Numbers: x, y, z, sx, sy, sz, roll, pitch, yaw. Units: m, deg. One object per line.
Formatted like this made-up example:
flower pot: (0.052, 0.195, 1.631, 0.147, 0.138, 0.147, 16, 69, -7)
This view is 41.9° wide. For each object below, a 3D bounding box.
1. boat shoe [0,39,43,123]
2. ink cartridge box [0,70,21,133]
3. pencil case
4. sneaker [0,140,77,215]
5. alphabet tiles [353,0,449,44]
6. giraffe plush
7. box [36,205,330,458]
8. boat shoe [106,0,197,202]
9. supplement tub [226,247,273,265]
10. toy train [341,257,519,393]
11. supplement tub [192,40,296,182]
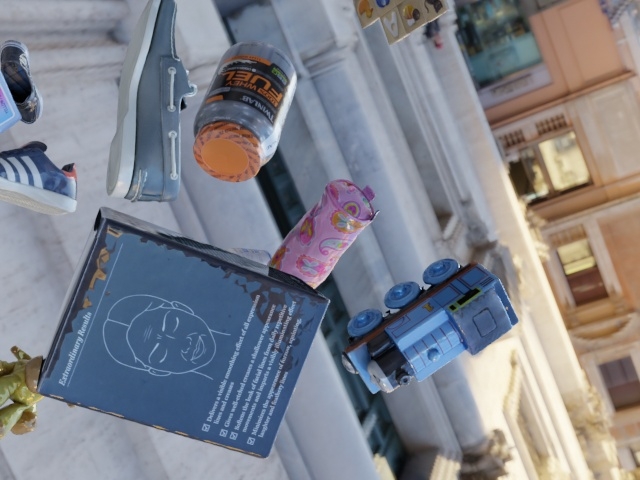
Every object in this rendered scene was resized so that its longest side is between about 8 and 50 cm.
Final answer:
boat shoe: (-0.662, -0.331, 1.845, 0.080, 0.076, 0.228, 1, 141, -12)
ink cartridge box: (-0.590, -0.124, 0.942, 0.270, 0.151, 0.395, 26, -126, 33)
pencil case: (0.000, 0.000, 1.691, 0.284, 0.124, 0.124, -52, 169, 35)
sneaker: (-0.706, -0.170, 1.899, 0.131, 0.148, 0.350, -5, 162, 36)
alphabet tiles: (0.122, -0.546, 1.520, 0.011, 0.343, 0.285, -20, 180, -34)
giraffe plush: (-0.553, 0.278, 1.634, 0.170, 0.181, 0.210, -18, -173, 22)
box: (-0.234, 0.152, 1.416, 0.395, 0.294, 0.212, 22, -179, -18)
boat shoe: (-0.230, -0.203, 1.188, 0.099, 0.319, 0.116, 13, 161, -24)
supplement tub: (-0.166, 0.054, 1.935, 0.107, 0.071, 0.071, 7, 165, -42)
toy train: (0.109, 0.089, 0.868, 0.184, 0.080, 0.105, -33, -154, -6)
supplement tub: (-0.173, -0.292, 1.899, 0.193, 0.193, 0.316, -18, -140, 30)
